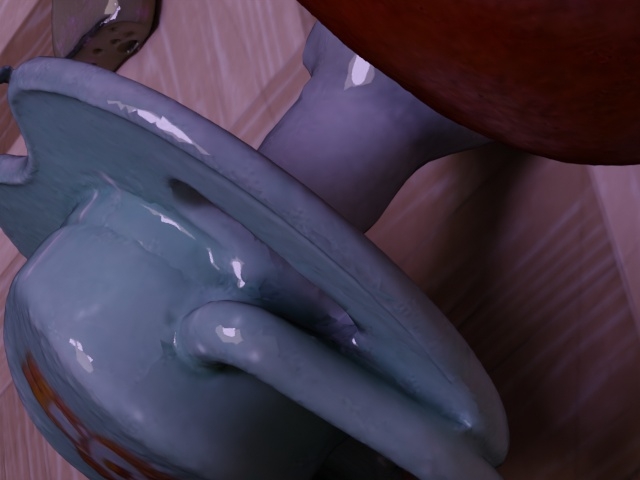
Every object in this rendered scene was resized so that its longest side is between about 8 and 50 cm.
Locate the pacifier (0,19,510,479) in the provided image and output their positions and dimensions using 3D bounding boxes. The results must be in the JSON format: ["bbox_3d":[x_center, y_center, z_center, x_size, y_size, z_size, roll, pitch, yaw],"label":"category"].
[{"bbox_3d":[0.000,0.000,0.854,0.269,0.288,0.343,-50,5,-16],"label":"pacifier"}]

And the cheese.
[{"bbox_3d":[-0.143,-0.198,1.266,0.097,0.037,0.192,-37,51,46],"label":"cheese"}]

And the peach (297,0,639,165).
[{"bbox_3d":[0.114,-0.182,0.639,0.332,0.308,0.307,-9,72,39],"label":"peach"}]
